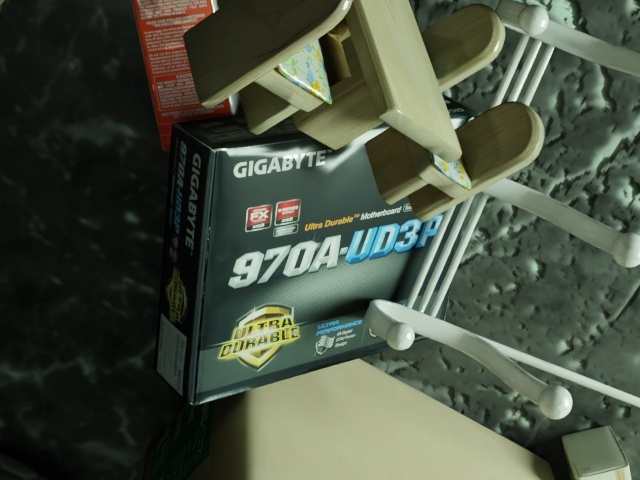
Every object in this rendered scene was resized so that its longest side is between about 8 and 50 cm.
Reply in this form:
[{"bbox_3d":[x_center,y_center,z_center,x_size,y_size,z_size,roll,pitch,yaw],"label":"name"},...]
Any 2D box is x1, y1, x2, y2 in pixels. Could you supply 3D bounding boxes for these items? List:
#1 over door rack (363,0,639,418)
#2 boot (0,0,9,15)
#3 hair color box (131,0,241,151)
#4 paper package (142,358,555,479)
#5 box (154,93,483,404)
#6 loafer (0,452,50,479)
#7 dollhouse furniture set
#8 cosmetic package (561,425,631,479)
[{"bbox_3d":[0.222,0.006,0.790,0.324,0.108,0.239,19,103,-18],"label":"over door rack"},{"bbox_3d":[-0.270,-0.188,0.739,0.165,0.077,0.213,40,105,-20],"label":"boot"},{"bbox_3d":[-0.089,-0.151,0.752,0.053,0.093,0.167,-7,114,1],"label":"hair color box"},{"bbox_3d":[0.031,0.238,0.808,0.309,0.325,0.168,31,111,-15],"label":"paper package"},{"bbox_3d":[0.000,0.000,0.787,0.220,0.051,0.175,-11,120,-36],"label":"box"},{"bbox_3d":[-0.345,0.209,0.907,0.319,0.112,0.111,11,119,1],"label":"loafer"},{"bbox_3d":[0.040,-0.165,0.647,0.161,0.242,0.212,-29,150,25],"label":"dollhouse furniture set"},{"bbox_3d":[0.227,0.212,0.949,0.041,0.060,0.115,-14,116,3],"label":"cosmetic package"}]
